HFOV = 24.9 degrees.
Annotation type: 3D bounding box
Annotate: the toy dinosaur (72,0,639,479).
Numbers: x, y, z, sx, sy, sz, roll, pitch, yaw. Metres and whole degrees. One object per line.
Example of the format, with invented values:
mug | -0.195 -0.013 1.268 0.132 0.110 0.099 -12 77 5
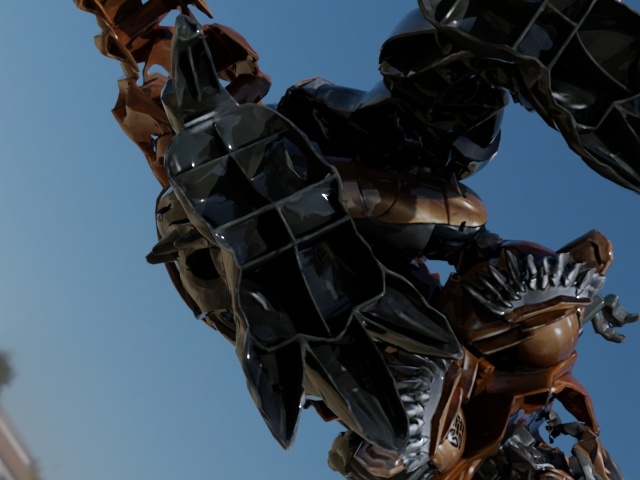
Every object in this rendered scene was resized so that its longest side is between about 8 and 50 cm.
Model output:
toy dinosaur | 0.000 0.000 0.478 0.322 0.164 0.218 31 -16 -7
